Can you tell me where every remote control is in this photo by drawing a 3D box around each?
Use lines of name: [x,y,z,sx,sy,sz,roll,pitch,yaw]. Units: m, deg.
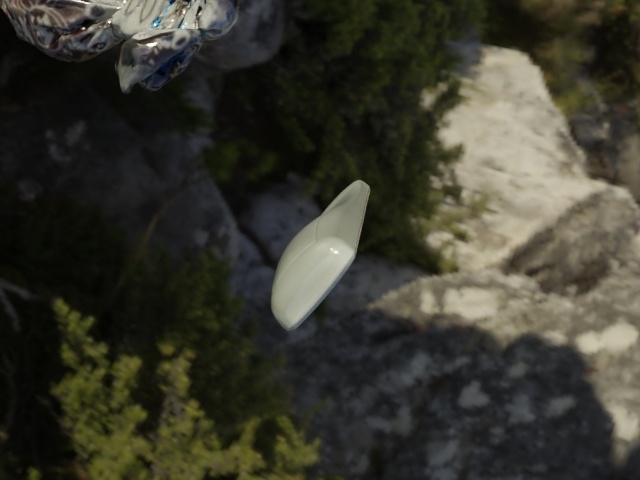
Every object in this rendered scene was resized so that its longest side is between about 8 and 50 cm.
remote control: [0.000,0.000,0.727,0.027,0.184,0.050,41,102,-4]

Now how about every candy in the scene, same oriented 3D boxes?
candy: [-0.128,-0.118,0.722,0.094,0.226,0.051,-46,128,-19]
